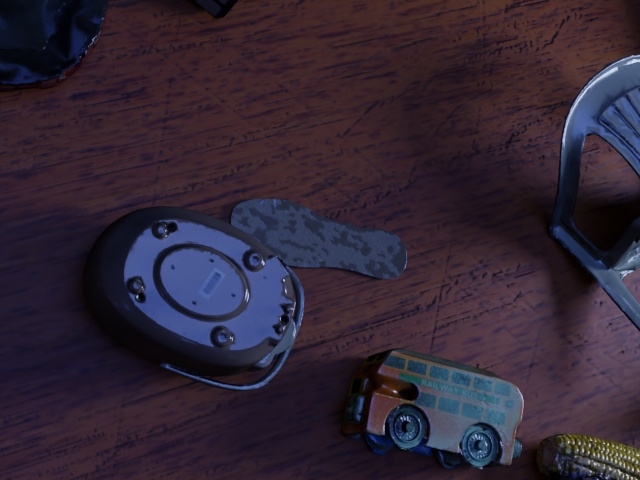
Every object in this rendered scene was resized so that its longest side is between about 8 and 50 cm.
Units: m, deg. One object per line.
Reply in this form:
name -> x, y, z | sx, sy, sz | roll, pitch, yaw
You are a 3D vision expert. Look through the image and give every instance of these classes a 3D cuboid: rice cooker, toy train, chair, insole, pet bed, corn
rice cooker -> -0.114, 0.049, 1.070 | 0.206, 0.127, 0.145 | 25, 74, -7
toy train -> 0.115, 0.172, 1.169 | 0.188, 0.072, 0.099 | 15, 71, -18
chair -> 0.378, -0.039, 1.248 | 0.203, 0.190, 0.275 | -33, 66, -23
insole -> 0.000, 0.000, 1.185 | 0.193, 0.006, 0.065 | 12, 77, -19
pet bed -> -0.292, -0.230, 1.085 | 0.201, 0.053, 0.201 | 4, 80, -20
corn -> 0.323, 0.252, 1.237 | 0.203, 0.072, 0.072 | 19, 75, -17

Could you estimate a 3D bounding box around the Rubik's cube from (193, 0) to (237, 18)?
Rubik's cube -> -0.093, -0.355, 1.111 | 0.182, 0.184, 0.187 | 39, 72, -12
